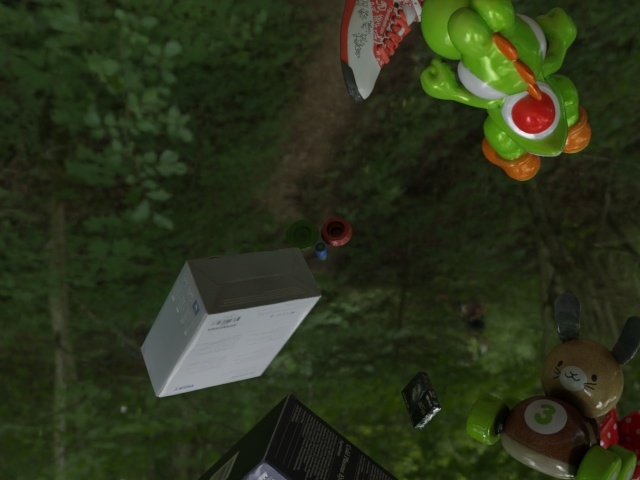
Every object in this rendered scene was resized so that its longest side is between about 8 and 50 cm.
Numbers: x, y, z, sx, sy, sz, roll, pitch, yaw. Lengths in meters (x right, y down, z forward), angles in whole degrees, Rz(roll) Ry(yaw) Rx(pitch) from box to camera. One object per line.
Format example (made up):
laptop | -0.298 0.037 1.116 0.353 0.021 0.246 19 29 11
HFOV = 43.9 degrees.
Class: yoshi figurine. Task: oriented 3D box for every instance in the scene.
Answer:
yoshi figurine | 0.251 -0.245 1.114 0.203 0.204 0.362 10 162 33

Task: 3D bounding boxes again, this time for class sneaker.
sneaker | 0.115 -0.353 1.270 0.145 0.270 0.090 -2 159 18

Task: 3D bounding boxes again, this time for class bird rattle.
bird rattle | 0.388 0.301 1.127 0.143 0.254 0.207 -10 -149 2

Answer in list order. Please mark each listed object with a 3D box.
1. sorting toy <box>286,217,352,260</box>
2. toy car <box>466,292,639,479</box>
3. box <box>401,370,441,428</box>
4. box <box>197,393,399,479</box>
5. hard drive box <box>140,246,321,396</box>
sorting toy | 0.000 0.000 1.225 0.102 0.061 0.042 -7 152 5
toy car | 0.276 0.157 0.860 0.155 0.188 0.149 22 -179 35
box | 0.186 0.296 1.471 0.018 0.067 0.083 15 -142 -29
box | -0.053 0.502 1.384 0.312 0.343 0.179 38 -152 -8
hard drive box | -0.133 0.119 1.134 0.181 0.232 0.089 -6 -124 -36
